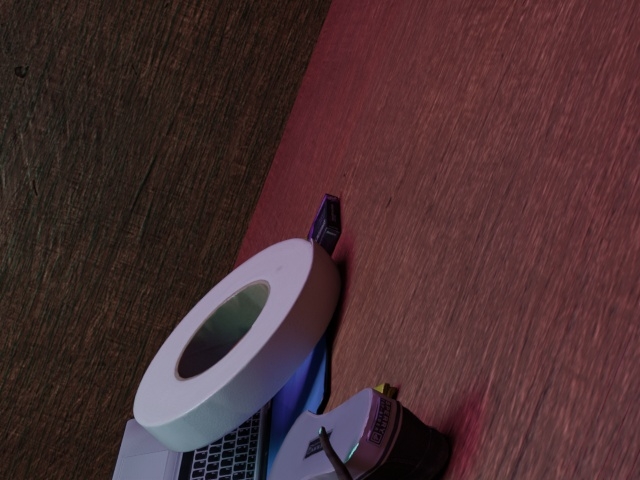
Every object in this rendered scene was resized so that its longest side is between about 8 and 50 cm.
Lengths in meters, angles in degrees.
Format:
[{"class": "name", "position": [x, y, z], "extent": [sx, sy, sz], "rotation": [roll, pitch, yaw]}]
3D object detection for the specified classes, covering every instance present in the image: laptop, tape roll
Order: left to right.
[{"class": "laptop", "position": [-0.161, 0.266, 2.072], "extent": [0.382, 0.408, 0.236], "rotation": [-87, -15, -64]}, {"class": "tape roll", "position": [-0.130, 0.158, 2.094], "extent": [0.392, 0.072, 0.392], "rotation": [-39, 19, 16]}]

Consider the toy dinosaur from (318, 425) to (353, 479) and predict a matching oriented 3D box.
[{"class": "toy dinosaur", "position": [0.027, 0.308, 1.182], "extent": [0.118, 0.064, 0.268], "rotation": [118, 143, -57]}]

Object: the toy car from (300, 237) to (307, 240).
[{"class": "toy car", "position": [-0.084, 0.128, 2.460], "extent": [0.225, 0.053, 0.239], "rotation": [119, 168, -45]}]

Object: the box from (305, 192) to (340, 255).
[{"class": "box", "position": [0.000, 0.000, 2.306], "extent": [0.162, 0.029, 0.116], "rotation": [-94, 25, -67]}]

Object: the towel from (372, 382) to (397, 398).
[{"class": "towel", "position": [0.037, 0.237, 1.573], "extent": [0.237, 0.021, 0.102], "rotation": [133, 150, -67]}]

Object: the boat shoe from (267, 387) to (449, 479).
[{"class": "boat shoe", "position": [0.033, 0.222, 1.339], "extent": [0.306, 0.105, 0.113], "rotation": [-44, 23, 58]}]
